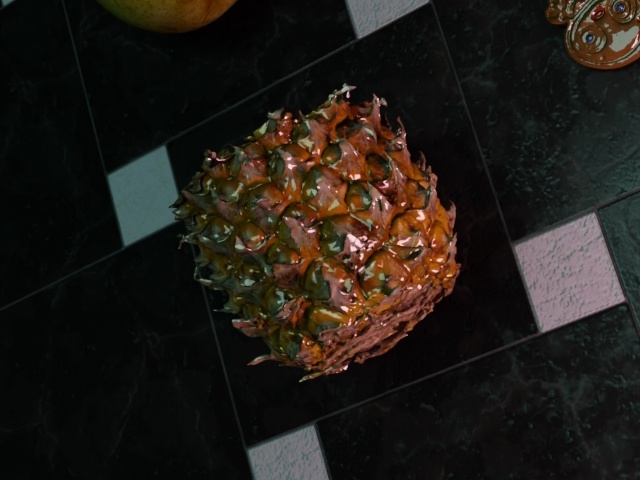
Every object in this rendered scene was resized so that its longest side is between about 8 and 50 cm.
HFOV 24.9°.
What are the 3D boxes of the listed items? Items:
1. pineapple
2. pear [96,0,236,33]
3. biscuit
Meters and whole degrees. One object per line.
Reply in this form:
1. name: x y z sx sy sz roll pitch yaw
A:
1. pineapple: 0.003 -0.001 1.838 0.352 0.352 0.300 -40 70 23
2. pear: -0.226 -0.437 2.065 0.304 0.304 0.304 -4 83 32
3. biscuit: 0.347 -0.293 1.840 0.124 0.026 0.175 -48 63 18
